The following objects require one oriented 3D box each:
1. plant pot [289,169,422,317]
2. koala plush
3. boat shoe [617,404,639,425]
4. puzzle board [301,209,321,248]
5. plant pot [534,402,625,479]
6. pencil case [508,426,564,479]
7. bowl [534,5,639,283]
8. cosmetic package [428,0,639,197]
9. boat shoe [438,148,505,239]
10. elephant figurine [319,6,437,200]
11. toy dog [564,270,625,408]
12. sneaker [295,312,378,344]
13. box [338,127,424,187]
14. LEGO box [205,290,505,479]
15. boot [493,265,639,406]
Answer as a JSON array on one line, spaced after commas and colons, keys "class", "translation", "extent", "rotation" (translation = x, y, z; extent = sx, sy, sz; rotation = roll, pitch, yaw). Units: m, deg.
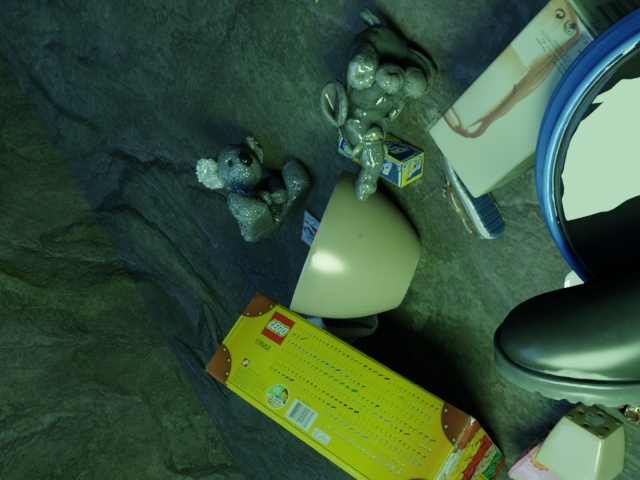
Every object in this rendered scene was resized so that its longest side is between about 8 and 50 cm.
[{"class": "plant pot", "translation": [0.081, 0.031, 1.347], "extent": [0.191, 0.284, 0.284], "rotation": [20, 139, 1]}, {"class": "koala plush", "translation": [-0.165, -0.128, 1.615], "extent": [0.221, 0.196, 0.203], "rotation": [50, 156, 13]}, {"class": "boat shoe", "translation": [0.479, 0.244, 1.082], "extent": [0.207, 0.073, 0.073], "rotation": [38, 140, 31]}, {"class": "puzzle board", "translation": [0.000, 0.000, 1.636], "extent": [0.128, 0.011, 0.096], "rotation": [42, 143, 30]}, {"class": "plant pot", "translation": [0.440, 0.335, 1.180], "extent": [0.109, 0.109, 0.096], "rotation": [30, 124, 41]}, {"class": "pencil case", "translation": [0.462, 0.470, 1.239], "extent": [0.284, 0.124, 0.124], "rotation": [46, 144, 26]}, {"class": "bowl", "translation": [0.425, -0.071, 0.742], "extent": [0.391, 0.077, 0.391], "rotation": [9, 118, 17]}, {"class": "cosmetic package", "translation": [0.296, -0.196, 0.939], "extent": [0.129, 0.153, 0.296], "rotation": [57, 146, 10]}, {"class": "boat shoe", "translation": [0.237, -0.082, 1.186], "extent": [0.066, 0.066, 0.183], "rotation": [-16, 100, 59]}, {"class": "elephant figurine", "translation": [0.076, -0.226, 1.211], "extent": [0.169, 0.186, 0.239], "rotation": [29, 138, 1]}, {"class": "toy dog", "translation": [0.423, 0.091, 0.961], "extent": [0.220, 0.161, 0.333], "rotation": [-28, 90, 58]}, {"class": "sneaker", "translation": [0.049, 0.198, 1.654], "extent": [0.129, 0.111, 0.297], "rotation": [53, 154, -15]}, {"class": "box", "translation": [0.109, -0.163, 1.312], "extent": [0.169, 0.059, 0.054], "rotation": [34, 141, 37]}, {"class": "LEGO box", "translation": [0.076, 0.346, 1.406], "extent": [0.500, 0.193, 0.372], "rotation": [27, 167, 31]}, {"class": "boot", "translation": [0.340, -0.066, 0.636], "extent": [0.367, 0.146, 0.445], "rotation": [-3, 120, 9]}]
